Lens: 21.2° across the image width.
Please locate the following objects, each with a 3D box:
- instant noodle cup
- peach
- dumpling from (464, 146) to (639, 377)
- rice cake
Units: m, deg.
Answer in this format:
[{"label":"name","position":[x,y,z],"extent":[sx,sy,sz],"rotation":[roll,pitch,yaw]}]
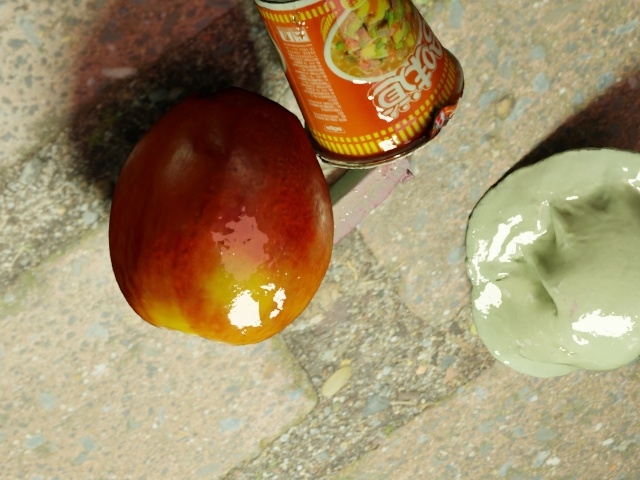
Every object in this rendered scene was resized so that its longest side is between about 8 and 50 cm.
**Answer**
[{"label":"instant noodle cup","position":[0.028,-0.212,1.764],"extent":[0.193,0.193,0.212],"rotation":[-34,131,-3]},{"label":"peach","position":[-0.101,-0.027,1.798],"extent":[0.281,0.238,0.281],"rotation":[11,90,-69]},{"label":"dumpling","position":[0.338,0.036,2.197],"extent":[0.212,0.270,0.320],"rotation":[9,99,-65]},{"label":"rice cake","position":[-0.003,0.000,2.024],"extent":[0.290,0.051,0.081],"rotation":[-42,138,7]}]
